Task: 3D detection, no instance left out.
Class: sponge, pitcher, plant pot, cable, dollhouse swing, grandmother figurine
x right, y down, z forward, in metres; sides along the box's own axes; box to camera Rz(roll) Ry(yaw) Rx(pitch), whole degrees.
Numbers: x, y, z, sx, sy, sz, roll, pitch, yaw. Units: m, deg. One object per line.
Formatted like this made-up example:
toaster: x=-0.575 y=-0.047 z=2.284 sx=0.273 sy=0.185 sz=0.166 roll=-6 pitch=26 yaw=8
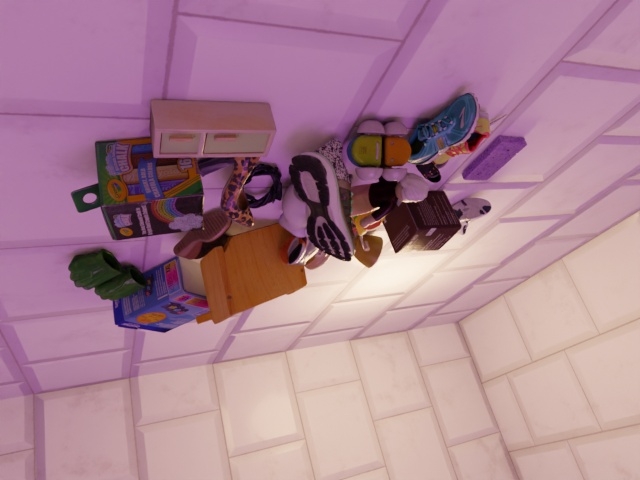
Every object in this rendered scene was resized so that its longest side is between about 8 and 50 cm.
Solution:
sponge: x=0.584 y=-0.274 z=1.688 sx=0.117 sy=0.031 sz=0.210 roll=-3 pitch=153 yaw=-27
pitcher: x=-0.043 y=-0.079 z=1.542 sx=0.125 sy=0.177 sz=0.207 roll=-42 pitch=167 yaw=-28
plant pot: x=0.175 y=0.031 z=1.990 sx=0.095 sy=0.134 sz=0.134 roll=22 pitch=143 yaw=-15
cable: x=-0.185 y=-0.161 z=1.445 sx=0.150 sy=0.047 sz=0.185 roll=-5 pitch=151 yaw=-5
dollhouse swing: x=-0.281 y=0.119 z=1.759 sx=0.346 sy=0.316 sz=0.304 roll=-18 pitch=-168 yaw=-43
grandmother figurine: x=0.168 y=-0.136 z=1.510 sx=0.342 sy=0.208 sz=0.104 roll=-8 pitch=163 yaw=41

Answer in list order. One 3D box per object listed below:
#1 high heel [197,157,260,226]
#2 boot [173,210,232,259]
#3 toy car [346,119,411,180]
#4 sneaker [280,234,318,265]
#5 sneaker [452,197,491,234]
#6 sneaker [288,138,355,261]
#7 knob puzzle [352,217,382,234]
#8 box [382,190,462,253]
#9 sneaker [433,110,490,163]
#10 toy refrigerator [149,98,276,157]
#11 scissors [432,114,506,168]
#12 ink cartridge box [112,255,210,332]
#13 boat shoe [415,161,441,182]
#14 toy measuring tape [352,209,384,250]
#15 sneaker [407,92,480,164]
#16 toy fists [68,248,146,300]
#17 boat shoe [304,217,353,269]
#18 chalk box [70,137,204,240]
high heel: x=-0.188 y=-0.142 z=1.347 sx=0.186 sy=0.093 sz=0.261 roll=-17 pitch=133 yaw=15
boot: x=-0.340 y=-0.016 z=1.637 sx=0.248 sy=0.090 sz=0.206 roll=-31 pitch=165 yaw=23
toy car: x=0.153 y=-0.246 z=1.380 sx=0.181 sy=0.159 sz=0.136 roll=-3 pitch=-171 yaw=-27
sneaker: x=-0.027 y=-0.024 z=1.697 sx=0.262 sy=0.099 sz=0.121 roll=-50 pitch=152 yaw=8
sneaker: x=0.579 y=-0.090 z=2.001 sx=0.234 sy=0.094 sz=0.153 roll=-27 pitch=155 yaw=23
sneaker: x=0.053 y=-0.109 z=1.420 sx=0.182 sy=0.158 sz=0.411 roll=-47 pitch=141 yaw=-31
knob puzzle: x=0.137 y=-0.053 z=1.880 sx=0.213 sy=0.030 sz=0.213 roll=-14 pitch=156 yaw=-6
box: x=0.363 y=-0.067 z=1.814 sx=0.203 sy=0.167 sz=0.168 roll=-4 pitch=149 yaw=-27
sneaker: x=0.411 y=-0.285 z=1.467 sx=0.081 sy=0.094 sz=0.208 roll=18 pitch=139 yaw=-31
toy refrigerator: x=-0.246 y=-0.251 z=1.146 sx=0.269 sy=0.094 sz=0.102 roll=-4 pitch=153 yaw=-24
scissors: x=0.427 y=-0.303 z=1.539 sx=0.108 sy=0.021 sz=0.297 roll=7 pitch=148 yaw=-38
ink cartridge box: x=-0.589 y=0.226 z=1.887 sx=0.395 sy=0.151 sz=0.270 roll=-24 pitch=155 yaw=20
boat shoe: x=0.349 y=-0.222 z=1.599 sx=0.048 sy=0.042 sz=0.133 roll=-27 pitch=153 yaw=29
toy measuring tape: x=0.178 y=-0.065 z=1.759 sx=0.121 sy=0.122 sz=0.330 roll=-18 pitch=148 yaw=4
sneaker: x=0.324 y=-0.297 z=1.377 sx=0.109 sy=0.107 sz=0.275 roll=-2 pitch=152 yaw=-38
toy fists: x=-0.709 y=0.118 z=1.647 sx=0.142 sy=0.096 sz=0.279 roll=-28 pitch=154 yaw=1
boat shoe: x=0.000 y=0.000 z=1.825 sx=0.098 sy=0.109 sz=0.302 roll=8 pitch=141 yaw=-33
chalk box: x=-0.437 y=-0.123 z=1.201 sx=0.288 sy=0.179 sz=0.180 roll=-7 pitch=155 yaw=-17
